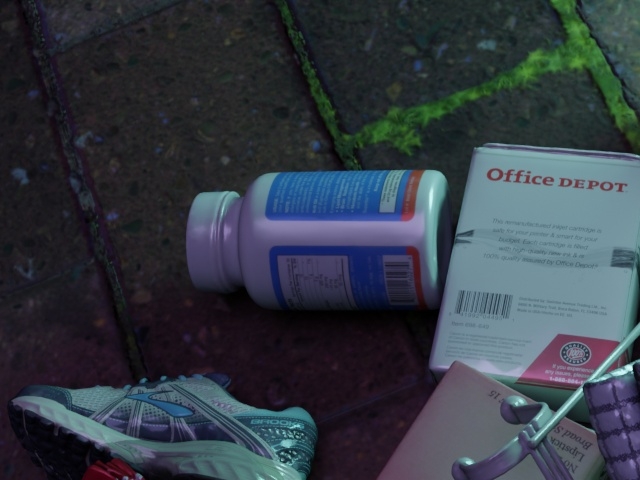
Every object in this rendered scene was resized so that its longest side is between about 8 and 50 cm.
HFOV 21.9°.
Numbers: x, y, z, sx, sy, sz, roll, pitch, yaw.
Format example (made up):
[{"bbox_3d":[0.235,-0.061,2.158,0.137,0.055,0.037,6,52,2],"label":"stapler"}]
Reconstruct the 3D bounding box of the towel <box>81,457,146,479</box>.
[{"bbox_3d":[-0.121,0.324,1.316,0.275,0.031,0.199,34,107,27],"label":"towel"}]

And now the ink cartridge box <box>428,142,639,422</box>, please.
[{"bbox_3d":[0.192,0.035,1.410,0.158,0.092,0.218,6,66,17],"label":"ink cartridge box"}]

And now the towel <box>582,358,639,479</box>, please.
[{"bbox_3d":[0.331,0.159,1.129,0.283,0.121,0.235,-15,81,-39],"label":"towel"}]

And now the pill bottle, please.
[{"bbox_3d":[0.000,0.000,1.458,0.221,0.124,0.124,1,62,14],"label":"pill bottle"}]

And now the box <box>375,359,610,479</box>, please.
[{"bbox_3d":[0.114,0.238,1.299,0.148,0.127,0.232,27,71,25],"label":"box"}]

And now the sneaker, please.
[{"bbox_3d":[-0.133,0.169,1.430,0.283,0.110,0.122,14,49,18],"label":"sneaker"}]

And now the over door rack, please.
[{"bbox_3d":[0.251,0.184,1.209,0.324,0.108,0.239,-34,93,-40],"label":"over door rack"}]
